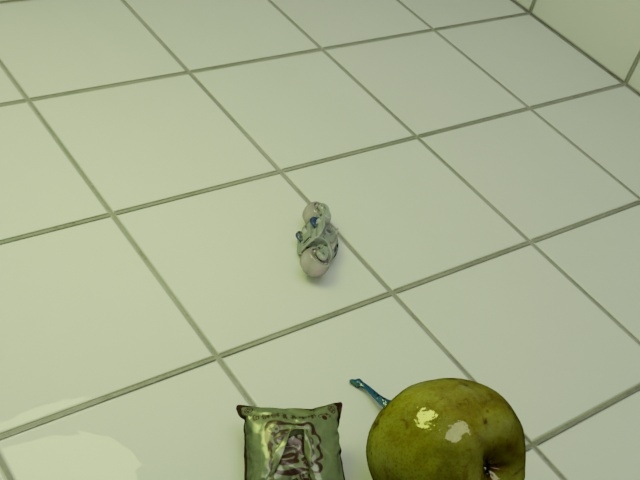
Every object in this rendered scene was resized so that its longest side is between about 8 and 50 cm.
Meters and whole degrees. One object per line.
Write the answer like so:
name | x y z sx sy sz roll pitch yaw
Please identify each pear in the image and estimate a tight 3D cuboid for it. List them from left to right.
pear | 0.229 0.410 1.848 0.304 0.303 0.303 10 40 -8

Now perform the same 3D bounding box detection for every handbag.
handbag | -0.055 0.417 1.871 0.213 0.127 0.235 4 54 -12

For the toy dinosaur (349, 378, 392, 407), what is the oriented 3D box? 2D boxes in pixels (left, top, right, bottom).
toy dinosaur | 0.207 0.373 2.049 0.329 0.076 0.144 11 32 9

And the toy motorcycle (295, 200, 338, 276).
toy motorcycle | 0.000 0.000 2.399 0.113 0.112 0.254 10 39 -7
